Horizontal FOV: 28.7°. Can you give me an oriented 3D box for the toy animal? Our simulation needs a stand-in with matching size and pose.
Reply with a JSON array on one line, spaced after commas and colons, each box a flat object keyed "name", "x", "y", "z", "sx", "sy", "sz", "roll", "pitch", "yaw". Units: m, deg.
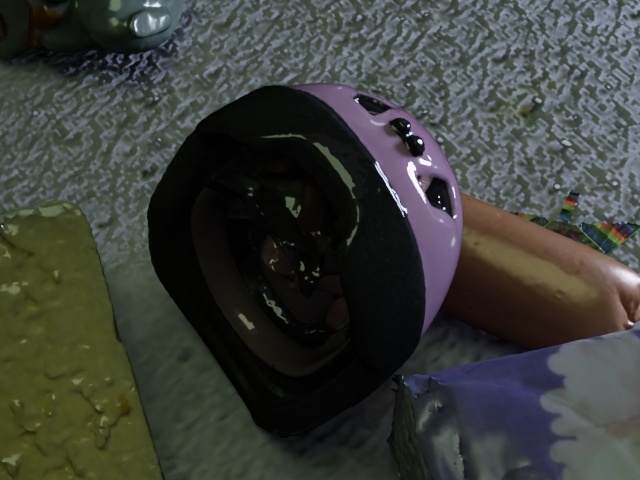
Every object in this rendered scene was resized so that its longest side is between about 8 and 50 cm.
[{"name": "toy animal", "x": -0.227, "y": -0.201, "z": 1.049, "sx": 0.236, "sy": 0.138, "sz": 0.108, "roll": -3, "pitch": 93, "yaw": 27}]

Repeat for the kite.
[{"name": "kite", "x": 0.181, "y": -0.004, "z": 0.942, "sx": 0.122, "sy": 0.004, "sz": 0.090, "roll": 11, "pitch": 57, "yaw": 9}]

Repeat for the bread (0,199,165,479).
[{"name": "bread", "x": -0.247, "y": 0.124, "z": 0.827, "sx": 0.263, "sy": 0.198, "sz": 0.236, "roll": -17, "pitch": 90, "yaw": -8}]

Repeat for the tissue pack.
[{"name": "tissue pack", "x": 0.235, "y": 0.164, "z": 0.752, "sx": 0.343, "sy": 0.125, "sz": 0.242, "roll": -10, "pitch": 54, "yaw": -8}]

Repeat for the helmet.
[{"name": "helmet", "x": 0.000, "y": 0.000, "z": 0.794, "sx": 0.154, "sy": 0.253, "sz": 0.198, "roll": -32, "pitch": 76, "yaw": -20}]

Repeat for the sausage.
[{"name": "sausage", "x": 0.087, "y": 0.006, "z": 0.891, "sx": 0.289, "sy": 0.086, "sz": 0.086, "roll": 25, "pitch": 60, "yaw": 16}]
